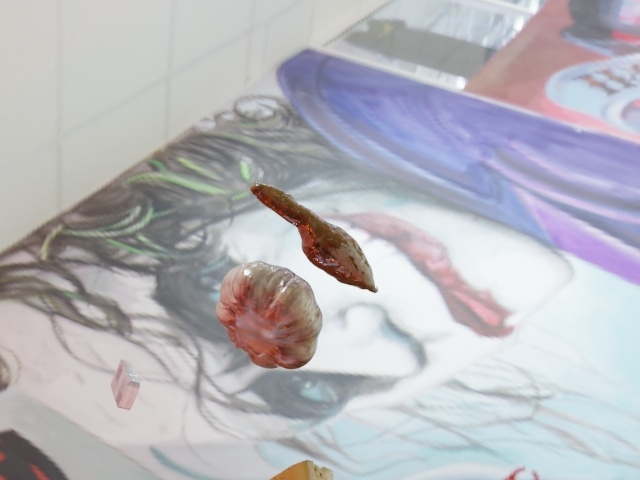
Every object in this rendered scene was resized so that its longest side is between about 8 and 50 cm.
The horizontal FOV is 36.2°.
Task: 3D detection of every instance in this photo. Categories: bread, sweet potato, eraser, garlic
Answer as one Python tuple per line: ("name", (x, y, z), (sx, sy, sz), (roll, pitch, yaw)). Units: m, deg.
("bread", (-0.057, 0.597, 2.190), (0.140, 0.160, 0.169), (31, -134, -47))
("sweet potato", (-0.001, -0.002, 1.531), (0.075, 0.269, 0.075), (-46, 12, 13))
("eraser", (-0.381, 0.281, 1.912), (0.065, 0.026, 0.105), (-63, 27, 12))
("garlic", (-0.065, 0.097, 1.308), (0.147, 0.159, 0.102), (-28, 14, 35))
